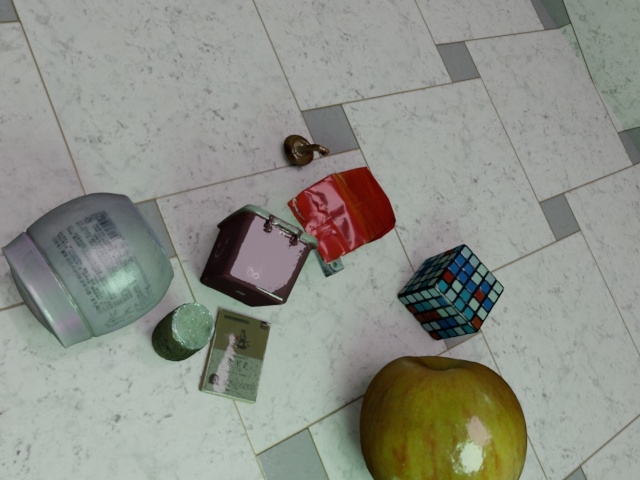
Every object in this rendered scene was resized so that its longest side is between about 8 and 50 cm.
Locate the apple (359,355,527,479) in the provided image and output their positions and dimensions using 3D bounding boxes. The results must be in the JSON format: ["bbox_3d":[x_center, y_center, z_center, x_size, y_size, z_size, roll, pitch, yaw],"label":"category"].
[{"bbox_3d":[0.278,0.432,1.373,0.401,0.400,0.333,-19,105,-33],"label":"apple"}]

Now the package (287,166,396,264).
[{"bbox_3d":[0.076,-0.074,1.505,0.195,0.123,0.424,58,24,4],"label":"package"}]

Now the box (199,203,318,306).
[{"bbox_3d":[-0.152,0.048,1.346,0.194,0.294,0.167,26,73,-18],"label":"box"}]

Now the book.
[{"bbox_3d":[-0.198,0.274,1.393,0.139,0.016,0.198,20,64,-22],"label":"book"}]

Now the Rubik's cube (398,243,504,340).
[{"bbox_3d":[0.363,0.148,1.649,0.182,0.187,0.184,48,60,-8],"label":"Rubik's cube"}]

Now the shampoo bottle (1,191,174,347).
[{"bbox_3d":[-0.459,0.055,1.173,0.266,0.273,0.272,-31,90,-24],"label":"shampoo bottle"}]

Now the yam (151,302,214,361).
[{"bbox_3d":[-0.293,0.197,1.263,0.108,0.194,0.107,9,68,-23],"label":"yam"}]

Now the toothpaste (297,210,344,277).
[{"bbox_3d":[0.000,0.000,1.584,0.047,0.040,0.196,-21,84,-37],"label":"toothpaste"}]

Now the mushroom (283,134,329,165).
[{"bbox_3d":[-0.040,-0.241,1.620,0.130,0.072,0.088,16,45,13],"label":"mushroom"}]
